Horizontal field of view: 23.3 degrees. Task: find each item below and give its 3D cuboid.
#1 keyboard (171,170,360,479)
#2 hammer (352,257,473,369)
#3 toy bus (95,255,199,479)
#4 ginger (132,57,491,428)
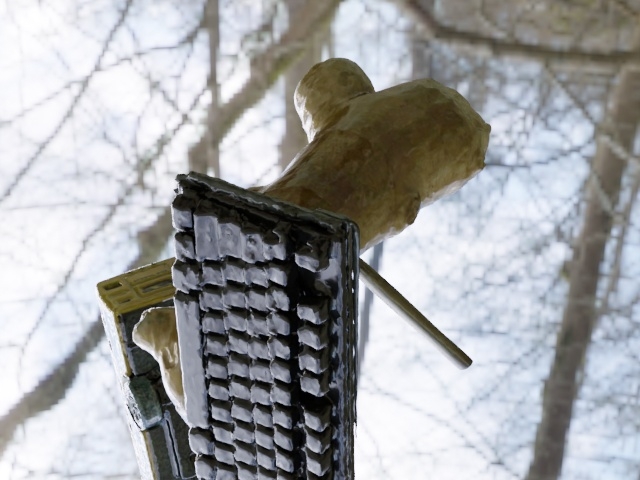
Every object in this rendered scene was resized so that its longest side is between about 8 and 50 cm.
[{"bbox_3d":[-0.020,0.085,0.564,0.072,0.231,0.023,18,-143,28],"label":"keyboard"},{"bbox_3d":[0.043,0.035,1.117,0.062,0.182,0.017,-13,-142,57],"label":"hammer"},{"bbox_3d":[-0.130,0.185,1.518,0.121,0.335,0.123,-20,-151,-19],"label":"toy bus"},{"bbox_3d":[0.000,-0.003,0.789,0.118,0.065,0.299,14,-140,16],"label":"ginger"}]
